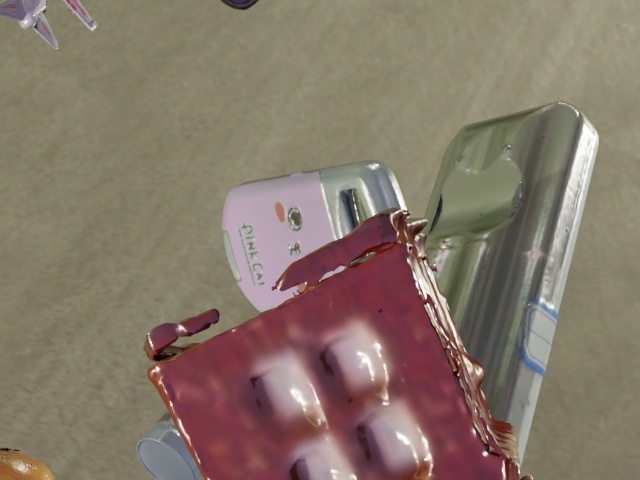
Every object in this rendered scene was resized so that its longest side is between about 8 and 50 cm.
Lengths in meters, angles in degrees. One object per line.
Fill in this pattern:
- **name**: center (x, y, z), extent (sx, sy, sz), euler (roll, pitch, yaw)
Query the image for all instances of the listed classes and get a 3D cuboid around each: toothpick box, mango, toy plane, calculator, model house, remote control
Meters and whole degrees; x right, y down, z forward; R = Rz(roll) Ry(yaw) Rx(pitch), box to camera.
- **toothpick box**: center (-0.178, 0.266, 1.769), extent (0.101, 0.101, 0.153), euler (54, 47, -14)
- **mango**: center (-0.381, 0.284, 1.450), extent (0.159, 0.105, 0.084), euler (23, 49, 8)
- **toy plane**: center (-0.302, -0.280, 1.292), extent (0.162, 0.065, 0.171), euler (29, 36, -42)
- **calculator**: center (0.000, 0.000, 1.202), extent (0.045, 0.246, 0.141), euler (-22, 102, -46)
- **model house**: center (0.034, 0.133, 0.681), extent (0.160, 0.196, 0.254), euler (-24, 83, 4)
- **remote control**: center (0.103, 0.042, 0.871), extent (0.065, 0.128, 0.335), euler (42, 53, -31)

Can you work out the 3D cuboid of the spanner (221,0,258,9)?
- **spanner**: center (0.019, -0.310, 0.997), extent (0.087, 0.024, 0.316), euler (28, 114, -39)
